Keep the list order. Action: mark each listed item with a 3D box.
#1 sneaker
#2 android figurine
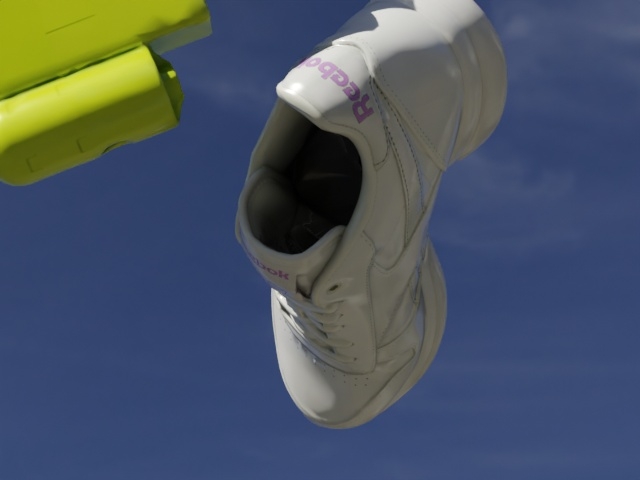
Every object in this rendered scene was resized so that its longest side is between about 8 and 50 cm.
[{"bbox_3d":[0.000,0.000,0.966,0.114,0.152,0.305,35,-42,25],"label":"sneaker"},{"bbox_3d":[-0.160,-0.149,0.861,0.272,0.248,0.056,-20,-5,-5],"label":"android figurine"}]
